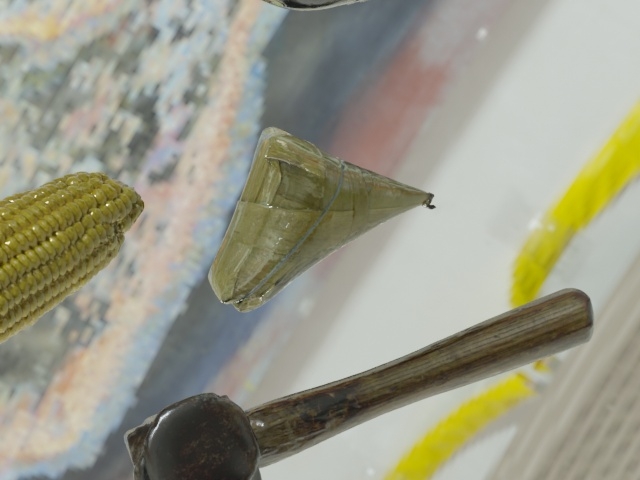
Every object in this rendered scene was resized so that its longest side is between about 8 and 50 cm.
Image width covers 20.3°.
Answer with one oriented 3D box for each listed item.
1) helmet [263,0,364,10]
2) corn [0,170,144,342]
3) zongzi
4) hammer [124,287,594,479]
[{"bbox_3d":[-0.035,-0.351,1.814,0.230,0.160,0.278,46,150,34],"label":"helmet"},{"bbox_3d":[-0.310,0.025,1.766,0.130,0.130,0.347,-26,5,47],"label":"corn"},{"bbox_3d":[0.000,0.000,2.272,0.228,0.256,0.115,-68,27,8],"label":"zongzi"},{"bbox_3d":[0.042,0.128,1.434,0.242,0.409,0.095,135,117,-79],"label":"hammer"}]
